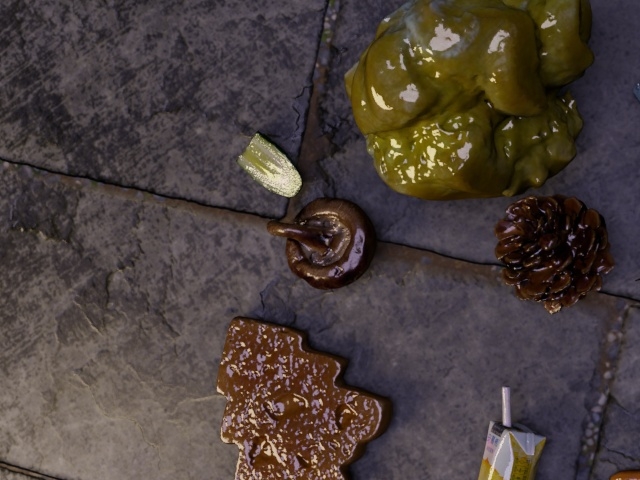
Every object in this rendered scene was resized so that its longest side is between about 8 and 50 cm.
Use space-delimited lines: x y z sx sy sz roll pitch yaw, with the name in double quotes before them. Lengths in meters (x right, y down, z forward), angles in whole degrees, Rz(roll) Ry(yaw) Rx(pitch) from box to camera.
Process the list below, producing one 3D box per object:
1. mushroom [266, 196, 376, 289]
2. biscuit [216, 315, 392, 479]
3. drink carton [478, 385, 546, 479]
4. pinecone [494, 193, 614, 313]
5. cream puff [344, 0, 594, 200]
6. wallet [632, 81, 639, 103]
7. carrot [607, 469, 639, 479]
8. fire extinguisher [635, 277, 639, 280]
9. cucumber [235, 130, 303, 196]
"mushroom" 0.000 0.000 1.900 0.170 0.080 0.135 19 82 16
"biscuit" -0.045 0.239 1.926 0.278 0.043 0.302 -29 80 16
"drink carton" 0.262 0.303 1.815 0.074 0.084 0.200 12 93 -16
"pinecone" 0.307 0.008 1.768 0.173 0.173 0.174 0 89 16
"cream puff" 0.219 -0.193 1.722 0.378 0.378 0.275 -43 79 11
"wallet" 0.564 -0.167 1.683 0.251 0.054 0.290 -34 49 19
"carrot" 0.484 0.321 1.775 0.190 0.037 0.037 -9 86 17
"fire extinguisher" 0.499 0.101 1.774 0.078 0.045 0.157 -30 79 -15
"cucumber" -0.066 -0.109 1.943 0.107 0.035 0.067 43 118 12
